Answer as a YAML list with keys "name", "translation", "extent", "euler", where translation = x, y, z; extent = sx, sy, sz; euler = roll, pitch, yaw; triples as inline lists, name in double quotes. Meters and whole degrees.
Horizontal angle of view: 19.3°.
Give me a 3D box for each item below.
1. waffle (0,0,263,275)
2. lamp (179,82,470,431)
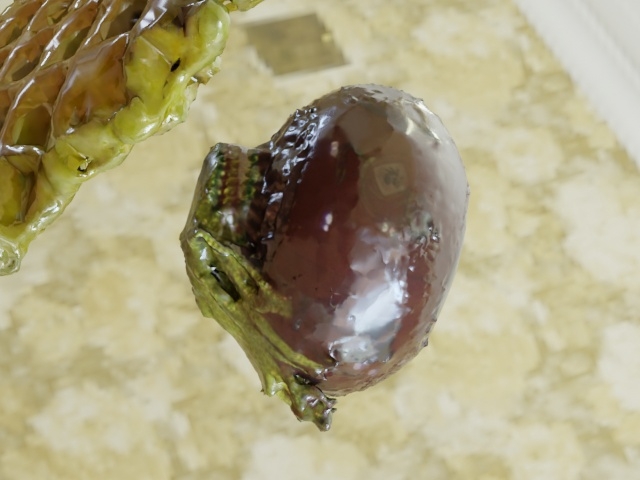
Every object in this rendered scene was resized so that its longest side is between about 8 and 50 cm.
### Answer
- name: "waffle"
  translation: [-0.084, -0.101, 0.811]
  extent: [0.052, 0.254, 0.245]
  euler: [43, 10, -23]
- name: "lamp"
  translation: [0.002, -0.004, 0.933]
  extent: [0.157, 0.135, 0.156]
  euler: [-76, -175, -68]
